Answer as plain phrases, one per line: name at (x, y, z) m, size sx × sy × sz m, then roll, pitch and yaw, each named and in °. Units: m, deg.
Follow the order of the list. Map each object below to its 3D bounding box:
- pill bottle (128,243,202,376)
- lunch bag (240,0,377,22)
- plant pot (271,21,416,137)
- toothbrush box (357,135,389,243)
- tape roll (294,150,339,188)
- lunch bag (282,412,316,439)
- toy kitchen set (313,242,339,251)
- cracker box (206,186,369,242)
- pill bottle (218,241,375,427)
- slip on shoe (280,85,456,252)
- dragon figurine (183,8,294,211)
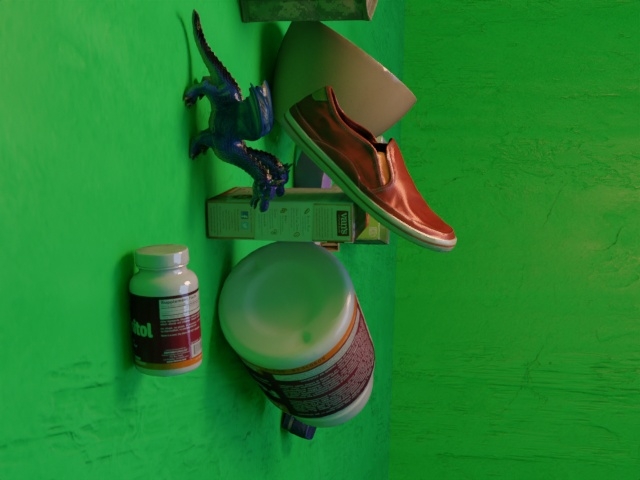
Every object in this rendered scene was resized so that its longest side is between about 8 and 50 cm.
pill bottle at (-0.192, 0.084, 1.117) m, size 0.086 × 0.086 × 0.152 m, roll -44°, pitch 134°, yaw -73°
lunch bag at (-0.024, -0.516, 1.481) m, size 0.169 × 0.235 × 0.287 m, roll -69°, pitch 158°, yaw -50°
plant pot at (0.015, -0.273, 1.730) m, size 0.191 × 0.284 × 0.284 m, roll -54°, pitch 168°, yaw 3°
toothbrush box at (0.125, -0.134, 2.507) m, size 0.206 × 0.122 × 0.283 m, roll 24°, pitch 67°, yaw -77°
tape roll at (0.033, -0.146, 1.975) m, size 0.189 × 0.080 × 0.189 m, roll -27°, pitch 127°, yaw -44°
lunch bag at (-0.044, 0.377, 1.902) m, size 0.098 × 0.065 × 0.067 m, roll 62°, pitch 47°, yaw -68°
toy kitchen set at (0.000, 0.000, 2.035) m, size 0.083 × 0.075 × 0.068 m, roll -62°, pitch 150°, yaw -73°
cracker box at (-0.047, -0.043, 1.432) m, size 0.156 × 0.232 × 0.067 m, roll -41°, pitch 131°, yaw -73°
pill bottle at (-0.025, 0.182, 1.589) m, size 0.392 × 0.224 × 0.224 m, roll 69°, pitch 25°, yaw -59°
slip on shoe at (0.089, -0.103, 1.368) m, size 0.101 × 0.331 × 0.123 m, roll -46°, pitch -173°, yaw 14°
dragon figurine at (-0.115, -0.188, 1.307) m, size 0.085 × 0.144 × 0.289 m, roll -50°, pitch 140°, yaw -72°
